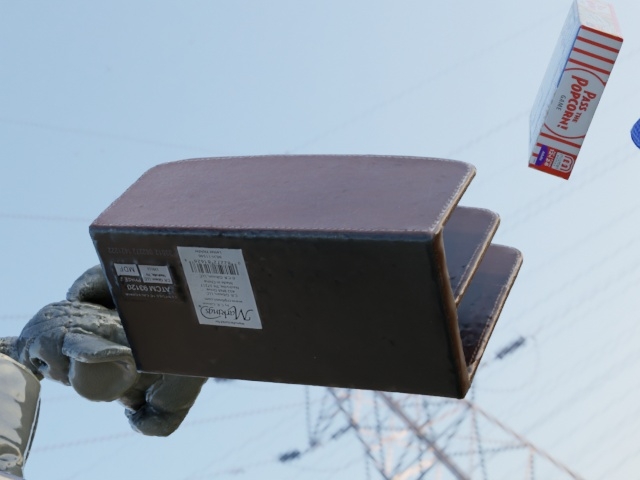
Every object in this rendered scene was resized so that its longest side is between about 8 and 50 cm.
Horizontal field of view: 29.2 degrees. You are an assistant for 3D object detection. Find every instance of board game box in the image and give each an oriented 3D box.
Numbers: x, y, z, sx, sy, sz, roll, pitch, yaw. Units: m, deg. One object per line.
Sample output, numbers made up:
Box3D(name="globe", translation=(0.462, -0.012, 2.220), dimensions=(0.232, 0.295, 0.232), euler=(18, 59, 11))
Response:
Box3D(name="board game box", translation=(0.253, -0.160, 1.239), dimensions=(0.193, 0.045, 0.147), euler=(-65, -6, -67))

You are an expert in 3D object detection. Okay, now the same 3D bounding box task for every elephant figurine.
Box3D(name="elephant figurine", translation=(-0.240, 0.113, 1.331), dimensions=(0.239, 0.169, 0.186), euler=(31, -93, -40))

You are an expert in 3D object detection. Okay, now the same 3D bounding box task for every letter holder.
Box3D(name="letter holder", translation=(0.000, 0.000, 1.046), dimensions=(0.214, 0.302, 0.152), euler=(-55, -41, -49))

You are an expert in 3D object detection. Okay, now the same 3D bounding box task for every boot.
Box3D(name="boot", translation=(-0.340, 0.168, 1.131), dimensions=(0.189, 0.208, 0.076), euler=(33, -64, -30))

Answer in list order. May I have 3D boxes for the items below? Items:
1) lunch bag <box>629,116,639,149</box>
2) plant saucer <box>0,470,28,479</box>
Box3D(name="lunch bag", translation=(0.386, 0.039, 0.534), dimensions=(0.385, 0.328, 0.239), euler=(17, -49, -35))
Box3D(name="plant saucer", translation=(-0.095, 0.131, 0.345), dimensions=(0.310, 0.310, 0.050), euler=(15, -78, -61))
